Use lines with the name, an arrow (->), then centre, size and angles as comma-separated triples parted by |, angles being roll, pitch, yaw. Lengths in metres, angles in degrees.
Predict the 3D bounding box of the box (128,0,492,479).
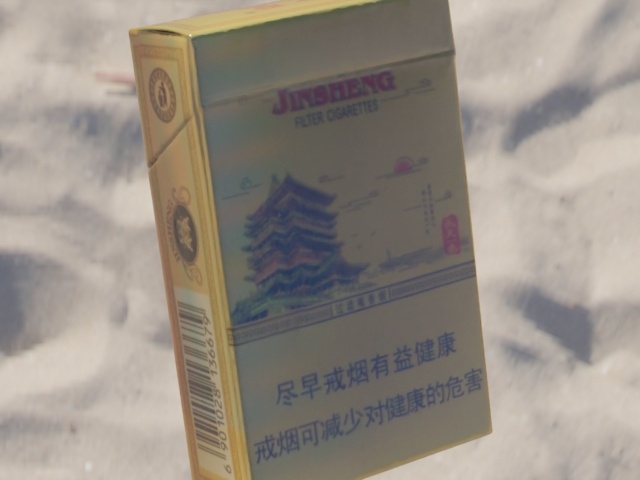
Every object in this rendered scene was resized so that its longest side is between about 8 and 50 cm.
box -> 0.000, 0.000, 1.075 | 0.174, 0.274, 0.076 | -16, 16, -32
